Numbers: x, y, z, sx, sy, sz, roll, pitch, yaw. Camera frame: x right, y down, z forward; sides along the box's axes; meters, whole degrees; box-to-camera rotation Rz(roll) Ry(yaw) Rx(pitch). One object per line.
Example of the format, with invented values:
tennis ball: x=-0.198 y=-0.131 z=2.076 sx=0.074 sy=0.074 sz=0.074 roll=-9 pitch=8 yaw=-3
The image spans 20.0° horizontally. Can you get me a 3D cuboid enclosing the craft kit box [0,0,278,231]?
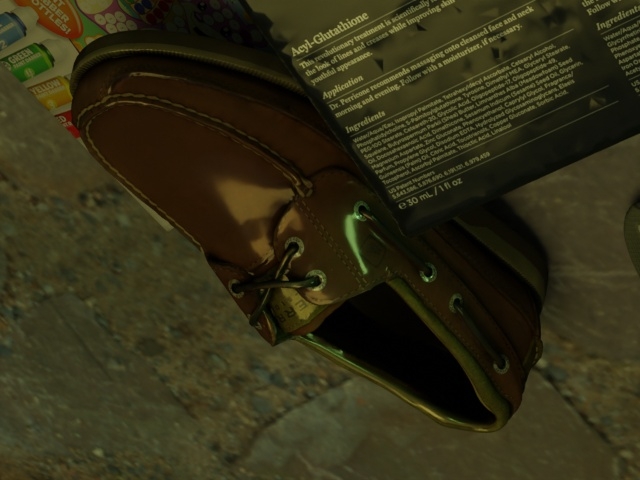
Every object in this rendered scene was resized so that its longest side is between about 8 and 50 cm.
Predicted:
craft kit box: x=-0.083 y=-0.147 z=0.966 sx=0.250 sy=0.061 sz=0.247 roll=46 pitch=132 yaw=-15

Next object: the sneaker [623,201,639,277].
sneaker: x=0.227 y=0.025 z=0.954 sx=0.152 sy=0.061 sz=0.053 roll=38 pitch=148 yaw=21

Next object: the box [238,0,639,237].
box: x=0.104 y=-0.141 z=0.796 sx=0.261 sy=0.103 sz=0.184 roll=-24 pitch=117 yaw=26

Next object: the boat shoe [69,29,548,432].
boat shoe: x=0.000 y=0.000 z=0.951 sx=0.307 sy=0.104 sz=0.111 roll=28 pitch=143 yaw=-23
